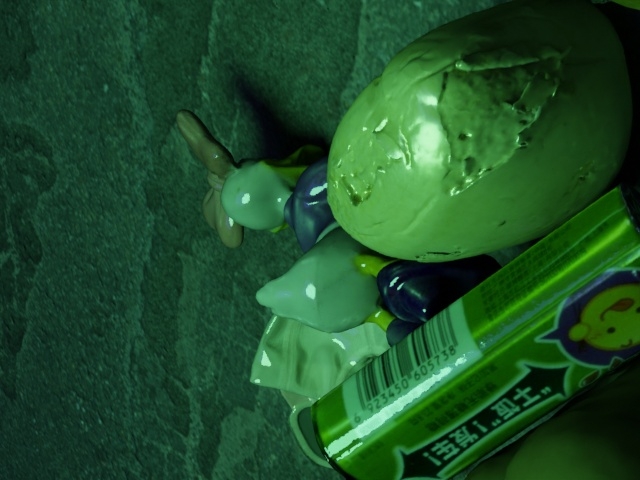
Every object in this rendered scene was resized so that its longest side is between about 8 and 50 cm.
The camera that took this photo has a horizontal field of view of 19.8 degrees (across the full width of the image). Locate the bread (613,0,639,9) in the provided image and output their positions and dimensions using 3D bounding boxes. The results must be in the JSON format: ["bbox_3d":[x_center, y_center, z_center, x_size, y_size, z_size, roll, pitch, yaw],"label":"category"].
[{"bbox_3d":[0.288,-0.262,1.216,0.395,0.239,0.264,43,137,20],"label":"bread"}]

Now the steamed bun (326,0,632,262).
[{"bbox_3d":[0.134,-0.071,1.543,0.166,0.232,0.273,58,146,17],"label":"steamed bun"}]

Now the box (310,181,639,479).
[{"bbox_3d":[0.158,0.095,1.568,0.345,0.134,0.097,-38,37,21],"label":"box"}]

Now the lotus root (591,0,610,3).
[{"bbox_3d":[0.190,-0.284,1.428,0.120,0.120,0.209,-3,108,52],"label":"lotus root"}]

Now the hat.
[{"bbox_3d":[0.063,0.147,1.907,0.219,0.164,0.226,-1,151,43],"label":"hat"}]

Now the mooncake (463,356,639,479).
[{"bbox_3d":[0.309,0.335,1.560,0.467,0.262,0.467,34,138,37],"label":"mooncake"}]

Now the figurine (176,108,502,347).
[{"bbox_3d":[0.006,0.000,1.771,0.421,0.193,0.154,47,156,49],"label":"figurine"}]
